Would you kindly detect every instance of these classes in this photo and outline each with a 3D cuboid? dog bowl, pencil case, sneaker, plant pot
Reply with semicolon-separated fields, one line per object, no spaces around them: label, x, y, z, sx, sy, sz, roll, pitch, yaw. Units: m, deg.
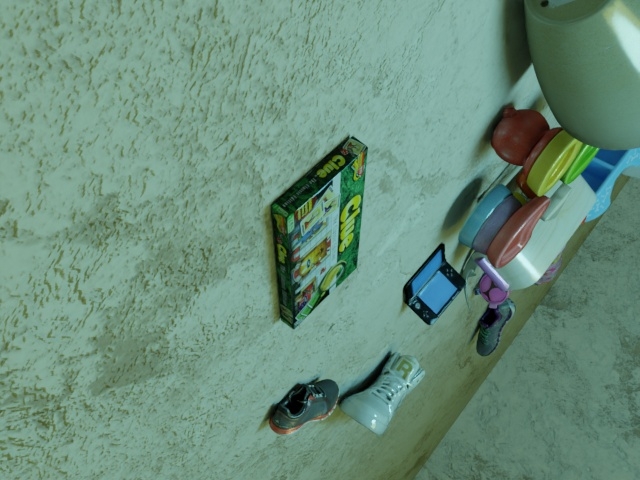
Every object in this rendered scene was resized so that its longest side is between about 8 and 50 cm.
dog bowl;0.649;-0.183;1.835;0.297;0.166;0.074;-52;147;-4
pencil case;0.618;0.035;2.154;0.124;0.124;0.284;-51;159;-7
sneaker;0.134;0.303;1.590;0.169;0.108;0.292;-55;168;0
sneaker;0.513;0.269;2.376;0.098;0.083;0.223;-6;127;-35
plant pot;0.390;-0.291;1.064;0.274;0.256;0.256;23;103;-50
pencil case;0.491;0.108;2.037;0.209;0.095;0.098;-18;104;-53
sneaker;-0.017;0.263;1.267;0.158;0.061;0.064;-29;141;-48

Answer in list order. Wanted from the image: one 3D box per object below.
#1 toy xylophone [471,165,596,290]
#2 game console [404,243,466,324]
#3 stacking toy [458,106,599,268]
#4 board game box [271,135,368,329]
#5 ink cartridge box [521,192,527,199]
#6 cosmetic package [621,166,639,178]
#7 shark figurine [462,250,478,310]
toy xylophone;0.433;-0.062;1.570;0.323;0.236;0.081;-42;-162;-18
game console;0.223;0.086;1.479;0.122;0.107;0.071;-47;-174;-16
stacking toy;0.371;-0.119;1.387;0.280;0.130;0.308;-31;151;-43
board game box;0.000;0.000;0.943;0.136;0.030;0.259;-46;157;-25
ink cartridge box;0.519;-0.097;1.760;0.060;0.104;0.180;-45;156;-19
cosmetic package;1.017;-0.324;1.938;0.327;0.394;0.329;65;45;-66
shark figurine;0.395;0.039;1.672;0.278;0.116;0.166;-36;137;24
